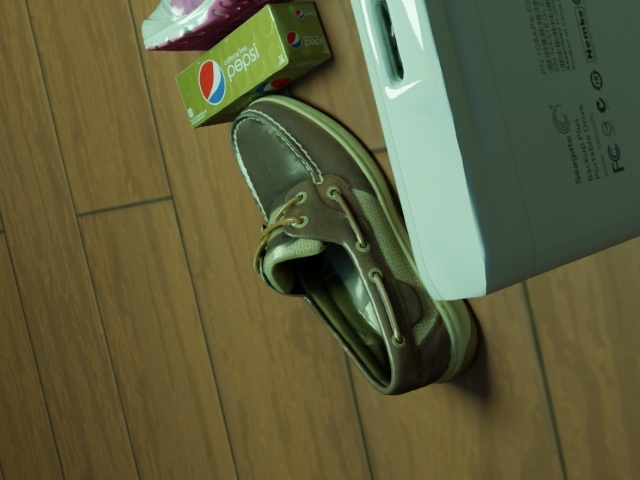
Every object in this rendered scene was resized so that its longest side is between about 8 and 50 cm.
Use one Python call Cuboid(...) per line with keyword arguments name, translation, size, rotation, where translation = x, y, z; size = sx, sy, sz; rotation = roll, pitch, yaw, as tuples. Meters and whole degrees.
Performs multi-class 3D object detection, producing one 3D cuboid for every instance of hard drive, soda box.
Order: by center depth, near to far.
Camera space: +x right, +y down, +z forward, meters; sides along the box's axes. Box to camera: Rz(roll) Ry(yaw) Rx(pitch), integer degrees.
Cuboid(name="hard drive", translation=(0.161, -0.124, 0.550), size=(0.047, 0.353, 0.233), rotation=(-11, 94, 50))
Cuboid(name="soda box", translation=(-0.071, -0.174, 1.026), size=(0.181, 0.058, 0.061), rotation=(-24, 84, 49))

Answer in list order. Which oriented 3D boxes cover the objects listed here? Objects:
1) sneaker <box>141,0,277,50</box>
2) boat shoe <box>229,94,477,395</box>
Cuboid(name="sneaker", translation=(-0.095, -0.264, 1.002), size=(0.252, 0.103, 0.111), rotation=(-25, 79, 43))
Cuboid(name="boat shoe", translation=(0.000, 0.000, 0.951), size=(0.342, 0.123, 0.123), rotation=(56, 136, 20))
